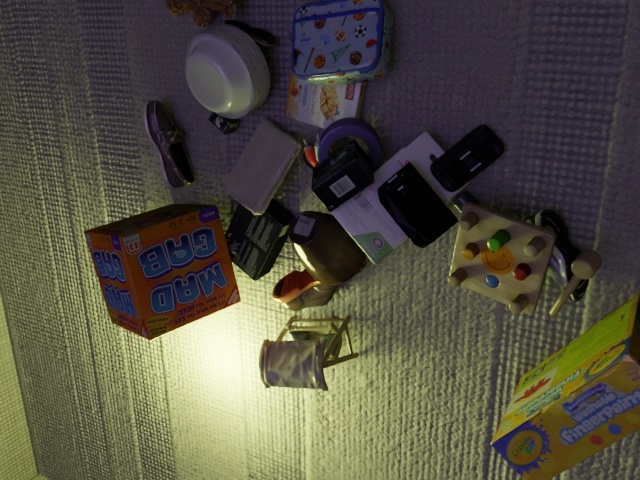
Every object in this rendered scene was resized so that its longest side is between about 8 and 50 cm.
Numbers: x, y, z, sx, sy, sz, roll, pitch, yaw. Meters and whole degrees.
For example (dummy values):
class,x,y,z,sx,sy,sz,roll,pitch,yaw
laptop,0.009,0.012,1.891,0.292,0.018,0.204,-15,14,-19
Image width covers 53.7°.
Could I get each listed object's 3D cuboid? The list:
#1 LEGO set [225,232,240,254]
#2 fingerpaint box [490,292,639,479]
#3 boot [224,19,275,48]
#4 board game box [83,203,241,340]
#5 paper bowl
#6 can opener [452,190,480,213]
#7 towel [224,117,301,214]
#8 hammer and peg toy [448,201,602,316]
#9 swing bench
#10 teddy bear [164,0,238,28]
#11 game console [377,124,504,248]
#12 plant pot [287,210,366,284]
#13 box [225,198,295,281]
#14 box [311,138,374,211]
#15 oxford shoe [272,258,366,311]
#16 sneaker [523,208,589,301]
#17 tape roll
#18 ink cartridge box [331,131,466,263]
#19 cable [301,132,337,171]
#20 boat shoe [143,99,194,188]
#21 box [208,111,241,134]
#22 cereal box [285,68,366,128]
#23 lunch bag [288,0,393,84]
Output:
class,x,y,z,sx,sy,sz,roll,pitch,yaw
LEGO set,-0.305,0.015,2.178,0.054,0.023,0.083,-40,84,36
fingerpaint box,0.691,0.384,1.631,0.163,0.371,0.445,46,124,8
boot,-0.228,-0.603,2.002,0.198,0.077,0.137,34,127,31
board game box,-0.553,0.090,2.210,0.356,0.356,0.356,6,112,52
paper bowl,-0.309,-0.516,1.985,0.284,0.148,0.284,24,137,25
can opener,0.469,-0.008,1.795,0.283,0.076,0.095,49,121,7
towel,-0.187,-0.236,2.049,0.187,0.049,0.282,40,103,31
hammer and peg toy,0.517,0.072,1.659,0.361,0.127,0.266,25,129,29
swing bench,-0.046,0.377,2.138,0.253,0.255,0.165,-6,105,32
teddy bear,-0.378,-0.798,2.004,0.338,0.113,0.245,-4,99,40
game console,0.347,-0.162,1.730,0.361,0.044,0.213,-39,87,4
plant pot,0.000,0.000,1.935,0.215,0.230,0.215,-11,65,23
box,-0.220,-0.020,2.187,0.184,0.103,0.261,38,123,13
box,0.062,-0.185,1.789,0.156,0.158,0.093,-34,113,19
oxford shoe,0.016,0.135,2.118,0.364,0.130,0.133,-25,127,28
sneaker,0.637,0.043,1.716,0.271,0.100,0.108,61,150,-6
tape roll,0.087,-0.263,1.882,0.189,0.080,0.189,2,119,3
ink cartridge box,0.228,-0.121,1.822,0.353,0.119,0.207,-40,85,5
cable,0.012,-0.197,1.999,0.139,0.072,0.287,-6,104,28
boat shoe,-0.534,-0.344,2.250,0.097,0.116,0.324,-4,110,27
box,-0.321,-0.405,2.128,0.083,0.062,0.052,44,123,10
cereal box,0.014,-0.431,1.927,0.240,0.047,0.173,21,118,23
lunch bag,0.051,-0.570,1.791,0.303,0.115,0.243,4,90,28
